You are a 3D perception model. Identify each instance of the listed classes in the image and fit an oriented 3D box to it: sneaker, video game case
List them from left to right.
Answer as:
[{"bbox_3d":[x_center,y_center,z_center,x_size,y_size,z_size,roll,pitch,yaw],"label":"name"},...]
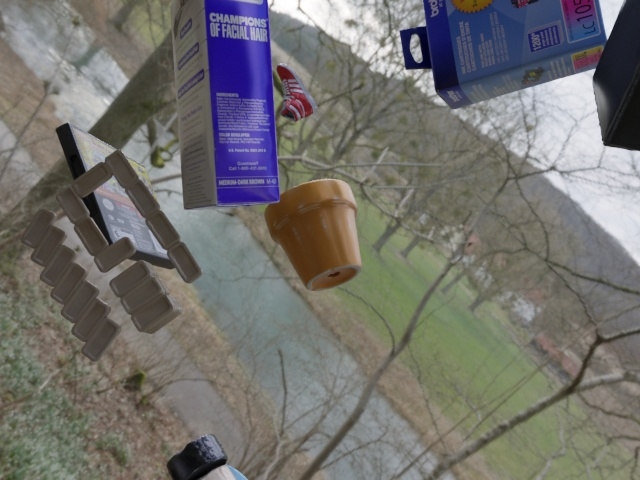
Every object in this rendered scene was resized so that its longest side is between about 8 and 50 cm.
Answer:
[{"bbox_3d":[-0.383,-0.073,1.092,0.248,0.035,0.275,65,6,13],"label":"video game case"},{"bbox_3d":[-0.065,-0.288,1.097,0.118,0.067,0.042,53,-21,1],"label":"sneaker"}]

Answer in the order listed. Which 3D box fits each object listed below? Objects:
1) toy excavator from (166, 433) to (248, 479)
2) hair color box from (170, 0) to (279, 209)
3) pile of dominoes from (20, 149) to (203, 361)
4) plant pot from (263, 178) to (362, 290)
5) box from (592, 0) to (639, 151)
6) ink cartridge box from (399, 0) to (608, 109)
[{"bbox_3d":[-0.315,0.632,1.075,0.222,0.433,0.445,49,-28,25],"label":"toy excavator"},{"bbox_3d":[-0.151,-0.220,0.863,0.110,0.339,0.185,-6,4,-28],"label":"hair color box"},{"bbox_3d":[-0.298,0.022,0.801,0.251,0.196,0.040,53,-4,14],"label":"pile of dominoes"},{"bbox_3d":[0.000,0.000,1.217,0.205,0.205,0.188,34,34,-64],"label":"plant pot"},{"bbox_3d":[0.670,-0.323,0.683,0.471,0.480,0.297,16,37,10],"label":"box"},{"bbox_3d":[0.374,-0.454,1.192,0.151,0.395,0.270,10,72,-60],"label":"ink cartridge box"}]
